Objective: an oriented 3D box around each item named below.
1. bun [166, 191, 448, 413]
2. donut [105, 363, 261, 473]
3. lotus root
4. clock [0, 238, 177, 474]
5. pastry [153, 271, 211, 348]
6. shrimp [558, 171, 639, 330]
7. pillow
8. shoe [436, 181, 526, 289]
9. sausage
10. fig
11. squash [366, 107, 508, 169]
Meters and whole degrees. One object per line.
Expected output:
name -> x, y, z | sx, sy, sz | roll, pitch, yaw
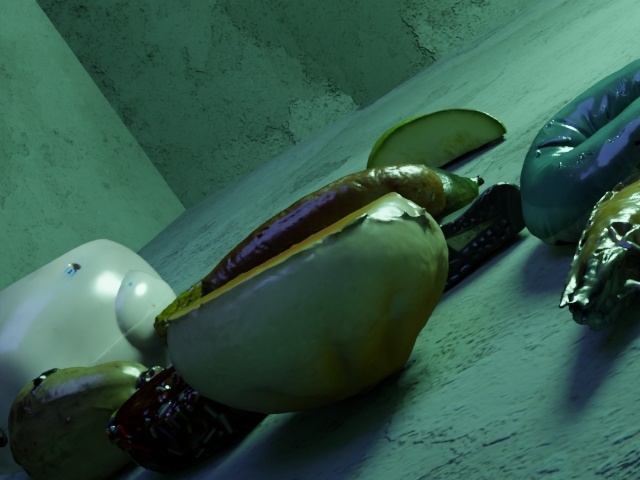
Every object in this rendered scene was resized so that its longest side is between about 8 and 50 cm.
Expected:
bun -> 0.004, 0.081, 1.420 | 0.299, 0.165, 0.299 | -30, 3, 2
donut -> -0.136, 0.181, 1.648 | 0.235, 0.089, 0.235 | -33, 9, 6
lotus root -> -0.300, 0.227, 1.805 | 0.257, 0.154, 0.140 | -28, 5, 22
clock -> -0.389, 0.169, 2.113 | 0.368, 0.250, 0.377 | -30, 10, 33
pastry -> -0.140, 0.106, 2.002 | 0.188, 0.103, 0.189 | -34, 10, 7
shrimp -> 0.286, -0.010, 1.202 | 0.164, 0.062, 0.317 | -25, 11, 35
pillow -> 0.282, -0.094, 1.451 | 0.214, 0.086, 0.233 | -48, 8, 21
shoe -> 0.150, 0.005, 1.615 | 0.194, 0.074, 0.077 | -33, -3, 1
sausage -> -0.001, -0.004, 1.603 | 0.302, 0.103, 0.076 | -31, 43, -1
fig -> 0.148, -0.040, 1.743 | 0.117, 0.117, 0.177 | -29, -6, 33
squash -> 0.169, -0.151, 2.239 | 0.169, 0.093, 0.252 | -35, 9, -11
